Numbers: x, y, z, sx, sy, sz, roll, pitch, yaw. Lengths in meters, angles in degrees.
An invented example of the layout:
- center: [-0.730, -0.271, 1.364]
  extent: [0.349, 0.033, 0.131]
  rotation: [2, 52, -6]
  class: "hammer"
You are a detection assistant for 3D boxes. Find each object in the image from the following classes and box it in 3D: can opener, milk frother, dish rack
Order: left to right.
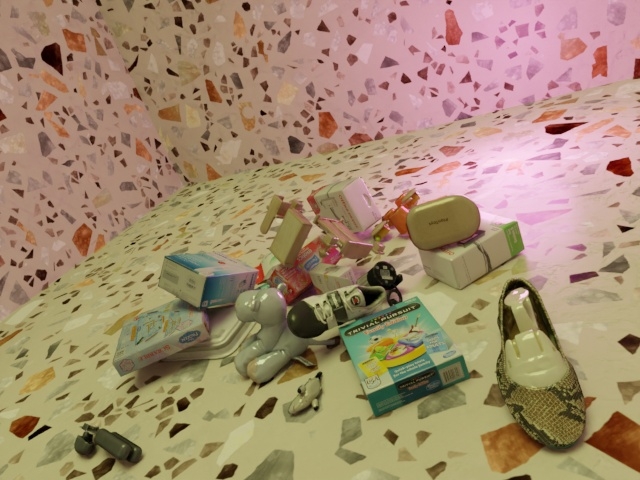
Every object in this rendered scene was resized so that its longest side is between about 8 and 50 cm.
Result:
- center: [-0.614, 0.591, 1.591]
  extent: [0.284, 0.076, 0.095]
  rotation: [3, 64, 45]
  class: "can opener"
- center: [-0.404, 0.316, 2.015]
  extent: [0.333, 0.072, 0.285]
  rotation: [-10, 25, 28]
  class: "dish rack"
- center: [0.194, 0.163, 1.812]
  extent: [0.134, 0.129, 0.143]
  rotation: [131, 158, -56]
  class: "milk frother"

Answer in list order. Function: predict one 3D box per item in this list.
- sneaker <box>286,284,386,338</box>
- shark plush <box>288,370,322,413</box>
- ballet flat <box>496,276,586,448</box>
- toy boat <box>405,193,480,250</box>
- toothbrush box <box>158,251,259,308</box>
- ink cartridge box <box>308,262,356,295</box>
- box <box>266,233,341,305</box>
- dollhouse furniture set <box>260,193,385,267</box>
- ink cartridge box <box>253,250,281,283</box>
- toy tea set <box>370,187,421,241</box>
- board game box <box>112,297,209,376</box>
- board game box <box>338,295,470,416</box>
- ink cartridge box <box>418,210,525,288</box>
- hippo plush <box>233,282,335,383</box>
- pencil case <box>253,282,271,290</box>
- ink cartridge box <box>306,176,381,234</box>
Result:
- center: [0.054, 0.191, 1.658]
  extent: [0.331, 0.122, 0.146]
  rotation: [-14, -19, -36]
  class: "sneaker"
- center: [-0.038, 0.400, 1.513]
  extent: [0.067, 0.073, 0.161]
  rotation: [-44, 13, 33]
  class: "shark plush"
- center: [0.469, 0.234, 1.267]
  extent: [0.164, 0.181, 0.482]
  rotation: [-13, 23, 17]
  class: "ballet flat"
- center: [0.398, -0.058, 1.801]
  extent: [0.231, 0.150, 0.151]
  rotation: [-16, -6, 16]
  class: "toy boat"
- center: [-0.407, 0.139, 2.061]
  extent: [0.216, 0.126, 0.296]
  rotation: [22, 12, 29]
  class: "toothbrush box"
- center: [0.062, 0.150, 1.920]
  extent: [0.067, 0.115, 0.198]
  rotation: [-36, 27, -34]
  class: "ink cartridge box"
- center: [-0.058, 0.106, 2.060]
  extent: [0.257, 0.122, 0.128]
  rotation: [-36, -11, -34]
  class: "box"
- center: [0.000, 0.000, 2.038]
  extent: [0.356, 0.173, 0.303]
  rotation: [9, 26, -43]
  class: "dollhouse furniture set"
- center: [-0.228, 0.106, 2.371]
  extent: [0.225, 0.056, 0.181]
  rotation: [-21, 21, -4]
  class: "ink cartridge box"
- center: [0.350, -0.098, 2.297]
  extent: [0.200, 0.124, 0.336]
  rotation: [-41, 6, 46]
  class: "toy tea set"
- center: [-0.552, 0.313, 1.974]
  extent: [0.318, 0.065, 0.318]
  rotation: [-23, 21, -4]
  class: "board game box"
- center: [0.207, 0.295, 1.499]
  extent: [0.254, 0.079, 0.336]
  rotation: [-22, 22, -3]
  class: "board game box"
- center: [0.487, 0.024, 1.828]
  extent: [0.273, 0.114, 0.198]
  rotation: [-28, 23, -15]
  class: "ink cartridge box"
- center: [-0.166, 0.270, 1.681]
  extent: [0.294, 0.236, 0.234]
  rotation: [-1, 29, 41]
  class: "hippo plush"
- center: [-0.187, 0.192, 2.113]
  extent: [0.152, 0.064, 0.070]
  rotation: [-25, 60, -7]
  class: "pencil case"
- center: [0.096, -0.140, 2.377]
  extent: [0.117, 0.207, 0.283]
  rotation: [-37, 15, -28]
  class: "ink cartridge box"
